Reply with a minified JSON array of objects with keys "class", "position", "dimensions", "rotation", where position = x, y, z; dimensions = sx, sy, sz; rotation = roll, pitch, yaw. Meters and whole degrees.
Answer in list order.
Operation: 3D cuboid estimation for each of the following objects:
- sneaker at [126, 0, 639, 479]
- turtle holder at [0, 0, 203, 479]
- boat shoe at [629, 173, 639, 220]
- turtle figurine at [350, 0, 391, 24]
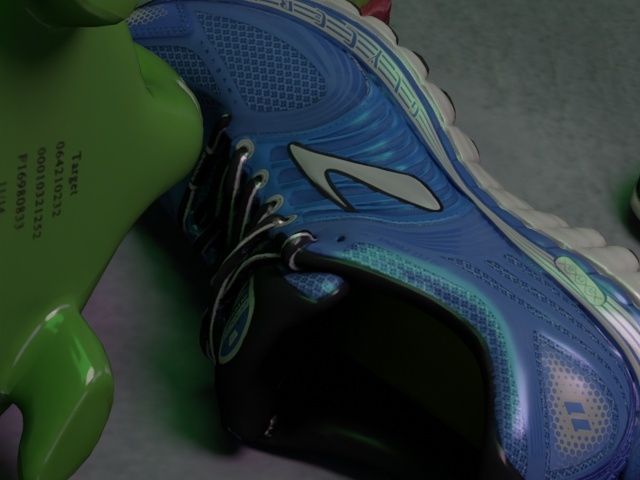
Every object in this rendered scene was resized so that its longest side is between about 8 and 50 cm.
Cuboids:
[{"class":"sneaker","position":[0.000,0.000,0.825],"dimensions":[0.147,0.130,0.330],"rotation":[-18,46,-42]},{"class":"turtle holder","position":[-0.184,-0.047,0.711],"dimensions":[0.227,0.243,0.320],"rotation":[24,56,30]},{"class":"boat shoe","position":[0.314,-0.055,1.049],"dimensions":[0.335,0.095,0.112],"rotation":[-4,38,-26]},{"class":"turtle figurine","position":[0.007,-0.195,0.983],"dimensions":[0.198,0.266,0.275],"rotation":[5,35,-14]}]
